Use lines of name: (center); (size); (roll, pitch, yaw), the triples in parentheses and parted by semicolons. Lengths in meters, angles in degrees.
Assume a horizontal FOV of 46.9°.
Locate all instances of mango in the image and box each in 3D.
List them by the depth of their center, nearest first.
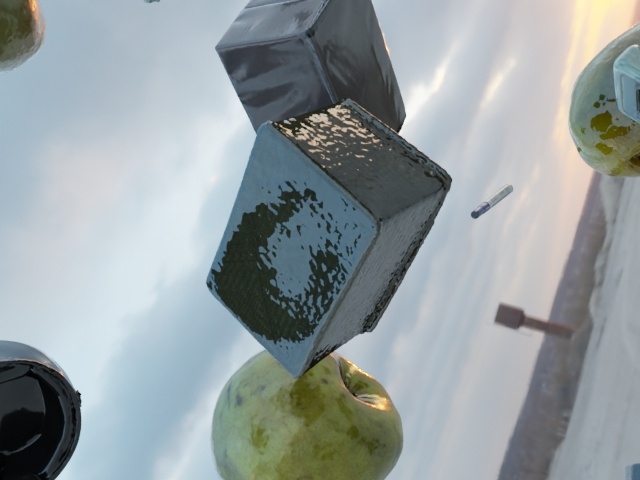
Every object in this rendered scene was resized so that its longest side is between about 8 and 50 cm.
mango: (0.579, -0.267, 1.244); (0.365, 0.253, 0.182); (-47, -45, 9)

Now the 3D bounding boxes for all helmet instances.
helmet: (-0.394, 0.214, 0.878); (0.193, 0.216, 0.189); (-157, 62, -82)

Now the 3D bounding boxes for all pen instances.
pen: (0.384, -0.087, 1.648); (0.204, 0.025, 0.025); (-32, -44, -50)

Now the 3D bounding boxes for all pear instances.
pear: (-0.031, 0.324, 1.204); (0.304, 0.304, 0.303); (16, -90, -72)

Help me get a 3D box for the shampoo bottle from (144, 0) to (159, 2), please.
shampoo bottle: (-0.073, -0.218, 0.546); (0.204, 0.065, 0.065); (-40, -38, -56)

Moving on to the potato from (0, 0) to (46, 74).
potato: (-0.361, -0.229, 0.718); (0.194, 0.157, 0.157); (33, -106, -63)

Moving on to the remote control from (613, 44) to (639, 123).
remote control: (0.518, -0.145, 0.970); (0.056, 0.296, 0.140); (-46, -32, 1)

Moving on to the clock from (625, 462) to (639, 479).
clock: (0.559, 0.361, 1.121); (0.184, 0.185, 0.040); (60, -152, -65)

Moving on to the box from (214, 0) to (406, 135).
box: (-0.004, -0.219, 1.019); (0.188, 0.153, 0.252); (-64, -36, -36)

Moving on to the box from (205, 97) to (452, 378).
box: (0.001, -0.001, 0.863); (0.143, 0.184, 0.273); (-28, -28, -45)
